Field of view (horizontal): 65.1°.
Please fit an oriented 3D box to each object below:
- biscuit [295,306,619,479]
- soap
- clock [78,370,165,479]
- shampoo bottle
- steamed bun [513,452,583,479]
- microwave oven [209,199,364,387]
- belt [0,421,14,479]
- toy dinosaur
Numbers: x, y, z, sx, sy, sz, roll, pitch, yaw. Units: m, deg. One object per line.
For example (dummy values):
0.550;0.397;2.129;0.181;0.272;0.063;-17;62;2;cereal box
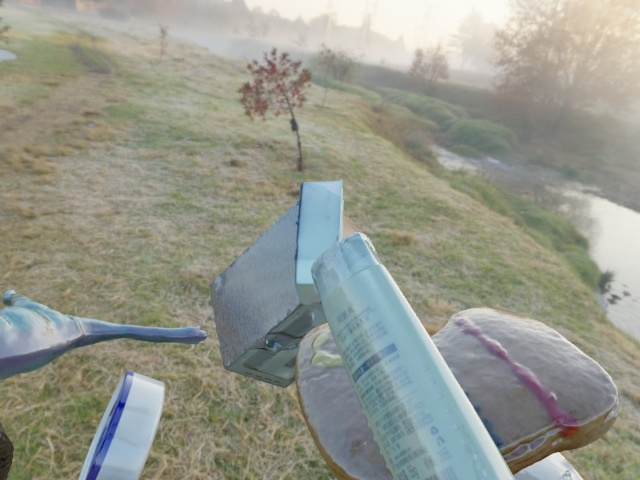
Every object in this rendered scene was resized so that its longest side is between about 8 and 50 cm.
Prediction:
0.112;0.128;0.514;0.277;0.052;0.262;-17;26;-3;biscuit
0.000;0.000;1.029;0.092;0.145;0.230;0;60;4;soap
-0.347;0.349;0.869;0.083;0.230;0.230;24;18;-16;clock
0.055;0.093;0.328;0.049;0.072;0.212;3;51;-39;shampoo bottle
0.206;0.393;0.562;0.310;0.308;0.309;9;21;-3;steamed bun
-0.063;0.151;1.382;0.236;0.432;0.374;30;26;-41;microwave oven
-0.378;0.198;0.399;0.164;0.289;0.184;44;20;17;belt
-0.370;0.139;0.662;0.332;0.129;0.383;6;4;10;toy dinosaur
